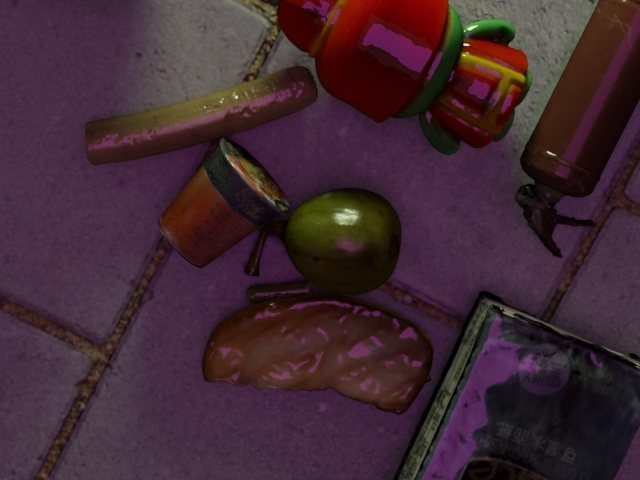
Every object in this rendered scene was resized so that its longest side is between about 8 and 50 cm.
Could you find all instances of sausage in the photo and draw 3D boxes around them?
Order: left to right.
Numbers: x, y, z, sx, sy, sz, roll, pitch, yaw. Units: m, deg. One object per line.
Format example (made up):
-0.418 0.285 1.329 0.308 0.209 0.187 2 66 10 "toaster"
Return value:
-0.150 -0.156 1.760 0.301 0.066 0.065 -16 100 2 "sausage"

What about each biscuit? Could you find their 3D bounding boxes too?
0.000 0.141 1.818 0.299 0.045 0.154 10 109 -4 "biscuit"

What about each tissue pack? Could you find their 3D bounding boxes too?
0.255 0.279 1.823 0.259 0.122 0.361 24 95 -10 "tissue pack"

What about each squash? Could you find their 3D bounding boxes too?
-0.057 0.068 1.817 0.083 0.027 0.027 -6 100 -1 "squash"

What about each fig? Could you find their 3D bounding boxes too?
0.013 -0.005 1.771 0.186 0.142 0.148 27 133 31 "fig"

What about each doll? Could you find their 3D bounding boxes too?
0.084 -0.239 1.707 0.363 0.160 0.182 26 104 -6 "doll"

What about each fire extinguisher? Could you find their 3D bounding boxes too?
0.348 -0.140 1.774 0.147 0.106 0.337 21 100 -31 "fire extinguisher"

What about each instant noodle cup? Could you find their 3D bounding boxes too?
-0.129 -0.041 1.757 0.136 0.127 0.127 -42 99 13 "instant noodle cup"
